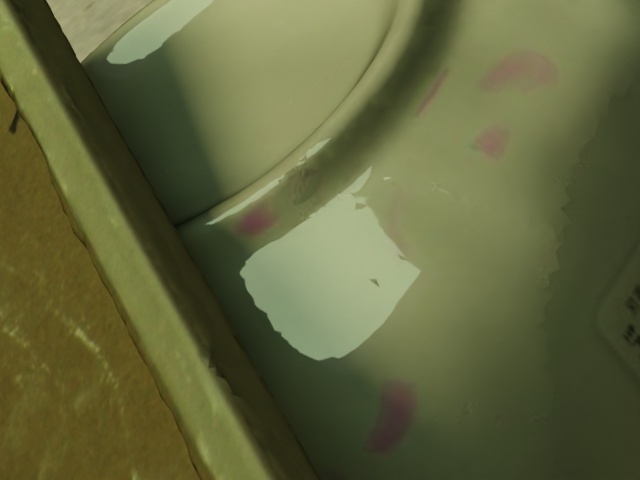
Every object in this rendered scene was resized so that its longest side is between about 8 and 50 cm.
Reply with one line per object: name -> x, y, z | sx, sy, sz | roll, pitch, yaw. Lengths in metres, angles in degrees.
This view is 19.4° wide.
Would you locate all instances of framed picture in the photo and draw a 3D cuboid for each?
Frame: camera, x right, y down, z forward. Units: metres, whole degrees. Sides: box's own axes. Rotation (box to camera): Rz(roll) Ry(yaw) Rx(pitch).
framed picture -> -0.094, 0.104, 0.410 | 0.247, 0.022, 0.335 | -54, 39, 16

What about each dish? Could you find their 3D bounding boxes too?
dish -> 0.000, 0.000, 0.500 | 0.256, 0.117, 0.256 | -26, 32, 18
